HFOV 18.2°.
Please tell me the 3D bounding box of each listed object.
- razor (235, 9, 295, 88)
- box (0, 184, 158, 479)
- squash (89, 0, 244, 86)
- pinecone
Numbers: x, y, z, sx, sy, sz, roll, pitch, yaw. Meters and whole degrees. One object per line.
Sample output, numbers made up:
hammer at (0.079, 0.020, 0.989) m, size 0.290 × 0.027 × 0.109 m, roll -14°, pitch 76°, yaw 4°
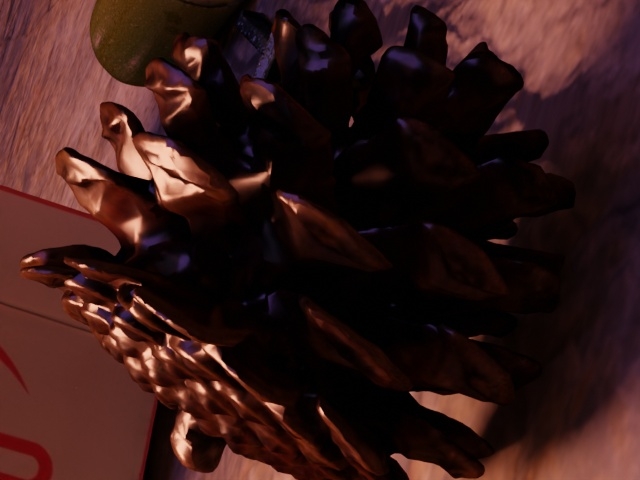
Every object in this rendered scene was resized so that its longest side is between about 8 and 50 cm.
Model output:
razor at (-0.032, -0.116, 1.221) m, size 0.190 × 0.033 × 0.066 m, roll -116°, pitch 49°, yaw -73°
box at (-0.285, 0.140, 1.221) m, size 0.314 × 0.312 × 0.300 m, roll 138°, pitch 146°, yaw -57°
squash at (-0.114, -0.162, 1.417) m, size 0.188 × 0.095 × 0.095 m, roll 134°, pitch 151°, yaw -58°
pinecone at (0.000, 0.000, 0.748) m, size 0.207 × 0.208 × 0.207 m, roll -56°, pitch 23°, yaw 37°
